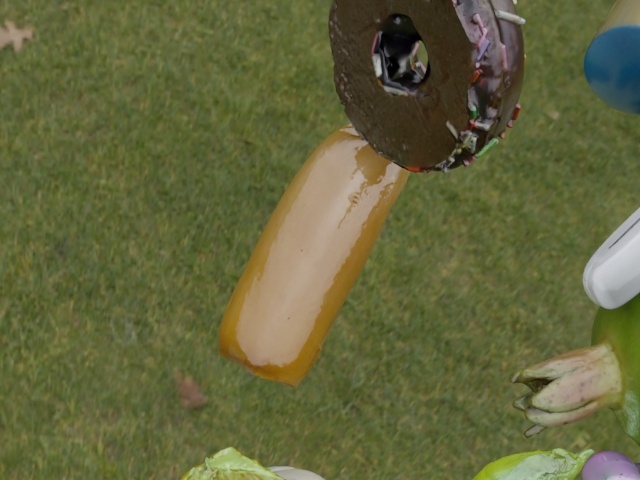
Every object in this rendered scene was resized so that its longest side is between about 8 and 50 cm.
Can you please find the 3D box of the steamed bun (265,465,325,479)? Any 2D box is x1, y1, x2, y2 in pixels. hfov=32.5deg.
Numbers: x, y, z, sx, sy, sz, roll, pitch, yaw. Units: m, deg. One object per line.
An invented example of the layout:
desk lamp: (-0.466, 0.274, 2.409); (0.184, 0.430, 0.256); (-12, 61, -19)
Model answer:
steamed bun: (-0.085, 0.397, 1.520); (0.228, 0.177, 0.130); (-32, 103, -4)

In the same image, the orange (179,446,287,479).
orange: (-0.066, 0.344, 1.144); (0.179, 0.158, 0.237); (-7, 35, -42)

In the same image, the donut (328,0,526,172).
donut: (0.111, -0.199, 1.152); (0.103, 0.269, 0.269); (-21, 66, -33)

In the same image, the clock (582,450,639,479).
clock: (0.373, 0.345, 1.250); (0.248, 0.227, 0.090); (20, 24, -19)

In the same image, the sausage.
sausage: (-0.003, -0.002, 1.305); (0.134, 0.116, 0.353); (22, 85, 42)

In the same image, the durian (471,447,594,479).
durian: (0.338, 0.411, 1.834); (0.250, 0.139, 0.101); (-16, 85, -25)

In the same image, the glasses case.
glasses case: (0.336, 0.004, 1.131); (0.164, 0.041, 0.063); (-42, 120, -9)

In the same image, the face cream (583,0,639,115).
face cream: (0.248, -0.202, 0.625); (0.067, 0.139, 0.285); (33, 97, 6)

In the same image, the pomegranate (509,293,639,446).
pomegranate: (0.357, 0.136, 1.186); (0.302, 0.236, 0.235); (-4, 59, -6)
